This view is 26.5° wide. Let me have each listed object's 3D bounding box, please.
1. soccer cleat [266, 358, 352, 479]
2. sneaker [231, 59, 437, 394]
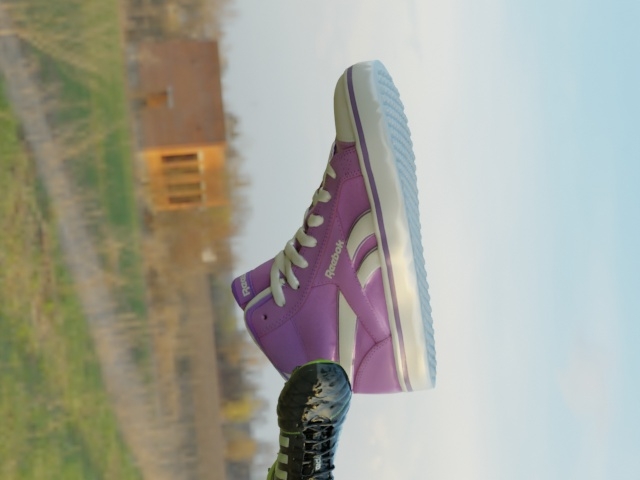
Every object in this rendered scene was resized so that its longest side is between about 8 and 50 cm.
[{"bbox_3d":[-0.006,0.165,1.058,0.072,0.060,0.179,-109,-158,-43],"label":"soccer cleat"},{"bbox_3d":[0.000,0.001,1.068,0.102,0.161,0.282,-68,153,-65],"label":"sneaker"}]
